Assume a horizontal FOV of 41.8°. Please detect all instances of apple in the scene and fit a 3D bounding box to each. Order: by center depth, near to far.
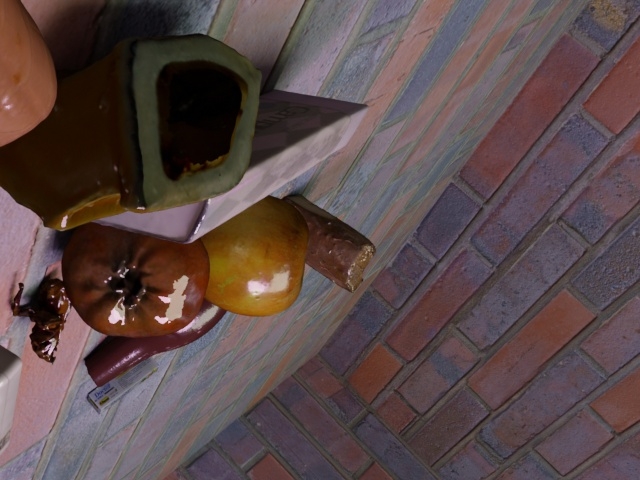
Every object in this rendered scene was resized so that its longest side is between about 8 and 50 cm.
[{"bbox_3d":[-0.127,0.019,1.447,0.237,0.208,0.236,9,90,-88],"label":"apple"}]

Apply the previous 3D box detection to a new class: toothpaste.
[{"bbox_3d":[-0.420,0.302,1.789,0.164,0.046,0.034,-37,169,-36],"label":"toothpaste"}]

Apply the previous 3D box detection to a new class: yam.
[{"bbox_3d":[-0.001,0.001,1.783,0.129,0.238,0.128,-46,164,-34],"label":"yam"}]

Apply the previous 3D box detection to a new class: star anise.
[{"bbox_3d":[-0.393,0.101,1.182,0.190,0.070,0.097,111,-1,-59],"label":"star anise"}]

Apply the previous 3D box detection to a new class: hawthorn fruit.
[{"bbox_3d":[-0.248,0.028,1.180,0.199,0.199,0.251,-48,-168,13],"label":"hawthorn fruit"}]

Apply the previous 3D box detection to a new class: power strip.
[{"bbox_3d":[-0.482,0.223,1.175,0.058,0.098,0.338,-55,177,-42],"label":"power strip"}]

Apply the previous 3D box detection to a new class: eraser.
[{"bbox_3d":[-0.115,-0.116,1.131,0.397,0.213,0.082,-38,134,-52],"label":"eraser"}]

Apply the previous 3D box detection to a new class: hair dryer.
[{"bbox_3d":[-0.319,0.117,1.468,0.313,0.123,0.340,-34,156,-6],"label":"hair dryer"}]

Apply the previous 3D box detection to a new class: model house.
[{"bbox_3d":[-0.207,-0.103,0.887,0.239,0.173,0.268,-16,-177,30],"label":"model house"}]

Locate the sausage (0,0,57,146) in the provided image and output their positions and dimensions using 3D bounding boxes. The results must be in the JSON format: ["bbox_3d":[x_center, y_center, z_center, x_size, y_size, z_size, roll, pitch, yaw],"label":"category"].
[{"bbox_3d":[-0.273,-0.157,0.594,0.121,0.121,0.304,-43,170,-12],"label":"sausage"}]
